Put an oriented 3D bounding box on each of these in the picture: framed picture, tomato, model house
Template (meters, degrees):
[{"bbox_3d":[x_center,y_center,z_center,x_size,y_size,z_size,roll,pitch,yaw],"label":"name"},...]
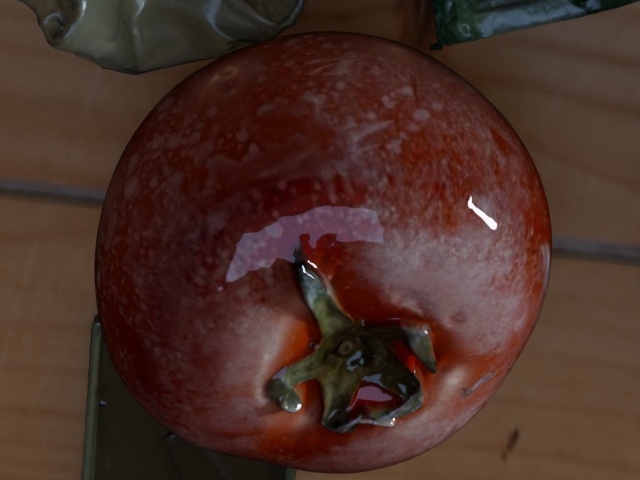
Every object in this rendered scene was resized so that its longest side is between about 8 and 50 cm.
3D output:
[{"bbox_3d":[-0.090,0.151,1.269,0.150,0.015,0.203,6,113,0],"label":"framed picture"},{"bbox_3d":[0.000,0.000,1.082,0.270,0.227,0.270,-7,134,-7],"label":"tomato"},{"bbox_3d":[0.118,-0.202,1.056,0.148,0.119,0.148,-14,104,9],"label":"model house"}]

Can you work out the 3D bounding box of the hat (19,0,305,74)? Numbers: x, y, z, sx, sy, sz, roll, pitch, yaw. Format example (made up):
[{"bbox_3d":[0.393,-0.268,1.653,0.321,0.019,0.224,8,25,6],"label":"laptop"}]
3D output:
[{"bbox_3d":[-0.109,-0.227,1.078,0.214,0.149,0.244,-43,67,5],"label":"hat"}]
